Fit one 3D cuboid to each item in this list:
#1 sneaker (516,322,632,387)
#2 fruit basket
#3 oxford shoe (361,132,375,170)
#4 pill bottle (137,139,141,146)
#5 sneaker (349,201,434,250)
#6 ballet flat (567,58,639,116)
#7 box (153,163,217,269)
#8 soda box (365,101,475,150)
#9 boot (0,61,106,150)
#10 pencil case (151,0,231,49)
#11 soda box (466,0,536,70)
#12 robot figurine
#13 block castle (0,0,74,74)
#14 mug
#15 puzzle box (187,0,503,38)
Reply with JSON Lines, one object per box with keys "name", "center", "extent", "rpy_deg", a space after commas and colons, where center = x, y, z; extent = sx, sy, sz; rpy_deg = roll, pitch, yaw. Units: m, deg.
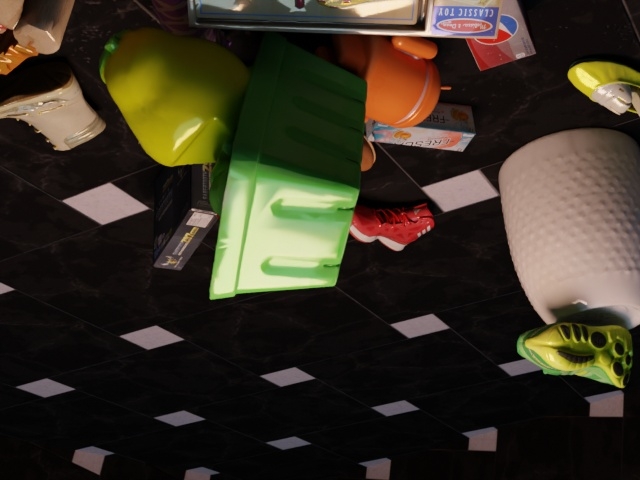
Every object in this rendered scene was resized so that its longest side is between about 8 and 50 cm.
{"name": "sneaker", "center": [0.461, 0.194, 1.742], "extent": [0.295, 0.109, 0.123], "rpy_deg": [19, 168, -41]}
{"name": "fruit basket", "center": [-0.127, -0.133, 1.326], "extent": [0.392, 0.392, 0.283], "rpy_deg": [3, 128, -13]}
{"name": "oxford shoe", "center": [0.036, -0.164, 1.719], "extent": [0.076, 0.076, 0.212], "rpy_deg": [-19, 151, 24]}
{"name": "pill bottle", "center": [-0.180, -0.203, 1.562], "extent": [0.219, 0.123, 0.123], "rpy_deg": [2, 152, -12]}
{"name": "sneaker", "center": [0.145, -0.052, 1.963], "extent": [0.128, 0.087, 0.221], "rpy_deg": [-31, 155, 29]}
{"name": "ballet flat", "center": [0.516, -0.241, 1.622], "extent": [0.231, 0.077, 0.077], "rpy_deg": [11, 150, -25]}
{"name": "box", "center": [-0.240, -0.077, 1.732], "extent": [0.059, 0.183, 0.233], "rpy_deg": [10, 151, -23]}
{"name": "soda box", "center": [0.170, -0.201, 1.673], "extent": [0.183, 0.063, 0.058], "rpy_deg": [5, 152, -16]}
{"name": "boot", "center": [-0.472, -0.205, 1.576], "extent": [0.213, 0.077, 0.165], "rpy_deg": [-10, 154, 7]}
{"name": "pencil case", "center": [-0.184, -0.317, 1.388], "extent": [0.088, 0.086, 0.206], "rpy_deg": [-37, 156, -9]}
{"name": "soda box", "center": [0.226, -0.352, 1.366], "extent": [0.092, 0.083, 0.263], "rpy_deg": [-14, 150, 18]}
{"name": "robot figurine", "center": [0.094, -0.248, 1.506], "extent": [0.219, 0.158, 0.128], "rpy_deg": [18, -172, -35]}
{"name": "block castle", "center": [-0.507, -0.372, 1.114], "extent": [0.453, 0.213, 0.303], "rpy_deg": [27, 152, -35]}
{"name": "mug", "center": [0.535, 0.007, 1.832], "extent": [0.374, 0.328, 0.276], "rpy_deg": [7, 151, -20]}
{"name": "puzzle box", "center": [0.033, -0.381, 1.196], "extent": [0.408, 0.052, 0.272], "rpy_deg": [1, 133, 0]}
